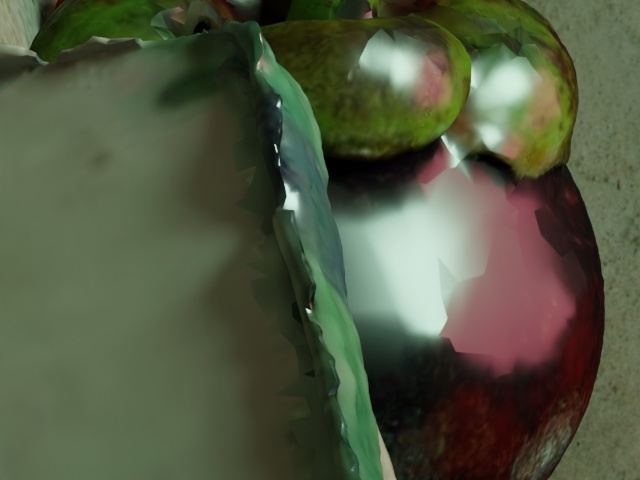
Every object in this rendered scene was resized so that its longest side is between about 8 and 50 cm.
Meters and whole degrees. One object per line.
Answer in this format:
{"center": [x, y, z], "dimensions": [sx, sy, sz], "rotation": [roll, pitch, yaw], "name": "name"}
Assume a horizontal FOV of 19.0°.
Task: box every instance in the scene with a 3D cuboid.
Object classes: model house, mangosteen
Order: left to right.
{"center": [-0.059, 0.116, 0.465], "dimensions": [0.237, 0.202, 0.237], "rotation": [66, 8, -50], "name": "model house"}
{"center": [-0.010, 0.010, 0.866], "dimensions": [0.311, 0.311, 0.311], "rotation": [-17, 90, -85], "name": "mangosteen"}

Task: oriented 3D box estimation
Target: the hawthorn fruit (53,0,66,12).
{"center": [-0.097, -0.134, 1.243], "dimensions": [0.200, 0.179, 0.179], "rotation": [51, 9, -11], "name": "hawthorn fruit"}
